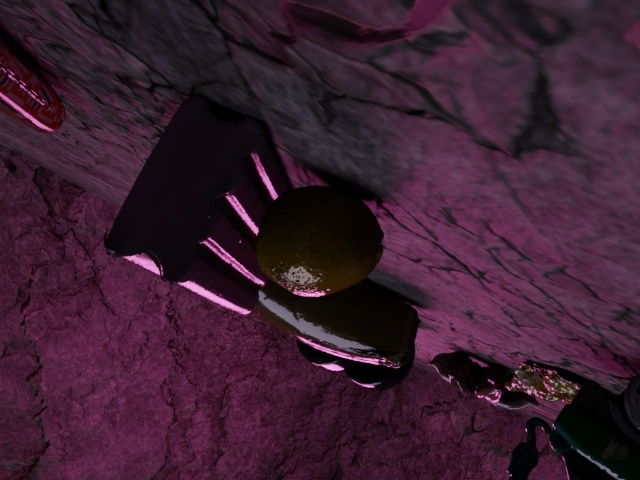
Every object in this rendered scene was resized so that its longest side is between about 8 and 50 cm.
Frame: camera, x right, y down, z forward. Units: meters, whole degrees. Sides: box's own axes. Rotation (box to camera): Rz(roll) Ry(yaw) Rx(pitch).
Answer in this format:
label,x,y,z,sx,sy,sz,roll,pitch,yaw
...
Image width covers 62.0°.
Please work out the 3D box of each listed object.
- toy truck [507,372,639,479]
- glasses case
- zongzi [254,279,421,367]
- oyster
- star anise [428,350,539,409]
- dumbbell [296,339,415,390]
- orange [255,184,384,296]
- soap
label,x,y,z,sx,sy,sz,roll,pitch,yaw
toy truck,0.345,0.248,0.435,0.363,0.178,0.176,30,173,32
glasses case,-0.286,-0.153,0.456,0.073,0.049,0.194,28,171,4
zongzi,-0.013,0.077,0.763,0.260,0.123,0.289,14,161,36
oyster,0.330,0.199,0.741,0.146,0.045,0.121,20,154,33
star anise,0.320,0.277,1.051,0.212,0.073,0.197,23,174,4
dumbbell,0.070,0.190,1.025,0.153,0.152,0.218,18,167,43
orange,0.000,0.000,0.397,0.095,0.085,0.085,-4,157,26
soap,-0.078,-0.012,0.430,0.066,0.122,0.203,25,169,10
